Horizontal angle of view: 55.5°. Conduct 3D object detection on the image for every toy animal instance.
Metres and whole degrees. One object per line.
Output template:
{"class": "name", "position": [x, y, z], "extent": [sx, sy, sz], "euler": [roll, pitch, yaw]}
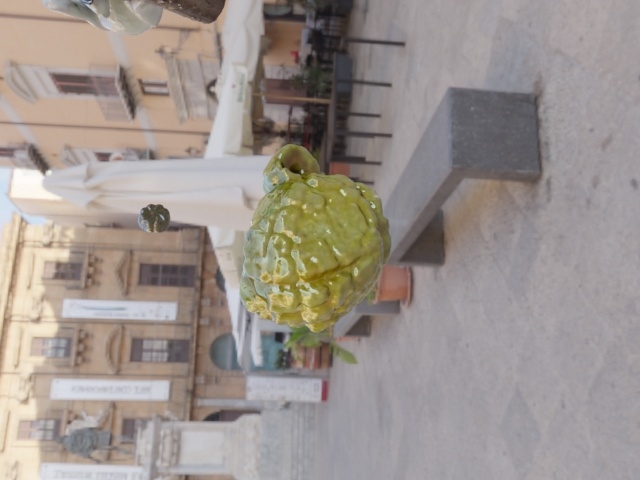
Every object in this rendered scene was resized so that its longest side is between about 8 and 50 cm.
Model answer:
{"class": "toy animal", "position": [-0.432, -0.535, 1.281], "extent": [0.289, 0.249, 0.174], "euler": [-3, -88, -60]}

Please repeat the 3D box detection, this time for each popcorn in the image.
{"class": "popcorn", "position": [0.000, 0.000, 0.946], "extent": [0.174, 0.225, 0.286], "euler": [109, 173, -64]}

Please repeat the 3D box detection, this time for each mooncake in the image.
{"class": "mooncake", "position": [-0.432, -0.041, 1.027], "extent": [0.150, 0.346, 0.057], "euler": [45, 129, 28]}

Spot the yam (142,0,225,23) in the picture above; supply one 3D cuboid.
{"class": "yam", "position": [-0.278, -0.450, 0.995], "extent": [0.131, 0.279, 0.131], "euler": [-8, 79, 42]}
